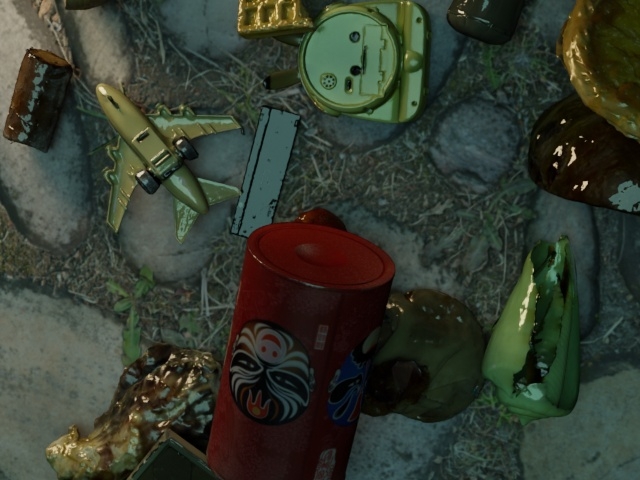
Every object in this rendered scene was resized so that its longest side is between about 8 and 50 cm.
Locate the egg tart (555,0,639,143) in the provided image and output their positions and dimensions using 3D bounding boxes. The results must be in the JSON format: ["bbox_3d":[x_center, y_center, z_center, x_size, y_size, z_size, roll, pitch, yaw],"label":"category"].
[{"bbox_3d":[0.459,-0.216,1.641,0.341,0.341,0.129,20,144,9],"label":"egg tart"}]

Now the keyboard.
[{"bbox_3d":[-0.081,-0.096,1.870,0.060,0.018,0.195,16,100,2],"label":"keyboard"}]

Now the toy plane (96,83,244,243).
[{"bbox_3d":[-0.239,-0.128,1.862,0.242,0.104,0.256,-40,94,-1],"label":"toy plane"}]

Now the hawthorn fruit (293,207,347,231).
[{"bbox_3d":[0.000,0.000,1.835,0.093,0.093,0.093,1,97,12],"label":"hawthorn fruit"}]

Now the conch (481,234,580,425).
[{"bbox_3d":[0.296,0.126,1.745,0.137,0.143,0.251,28,112,50],"label":"conch"}]

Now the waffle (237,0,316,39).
[{"bbox_3d":[-0.057,-0.376,1.792,0.125,0.032,0.191,-3,76,24],"label":"waffle"}]

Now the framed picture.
[{"bbox_3d":[-0.209,0.435,1.886,0.232,0.024,0.315,38,123,-5],"label":"framed picture"}]

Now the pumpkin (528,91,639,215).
[{"bbox_3d":[0.435,-0.115,1.695,0.312,0.148,0.169,14,103,6],"label":"pumpkin"}]

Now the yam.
[{"bbox_3d":[-0.416,-0.206,1.895,0.079,0.079,0.141,22,102,8],"label":"yam"}]

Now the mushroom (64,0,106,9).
[{"bbox_3d":[-0.312,-0.472,1.813,0.151,0.156,0.286,-5,108,1],"label":"mushroom"}]

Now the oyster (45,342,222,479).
[{"bbox_3d":[-0.244,0.277,1.907,0.275,0.100,0.271,25,86,12],"label":"oyster"}]

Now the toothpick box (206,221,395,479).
[{"bbox_3d":[-0.030,0.166,1.750,0.204,0.204,0.333,17,114,9],"label":"toothpick box"}]

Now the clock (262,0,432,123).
[{"bbox_3d":[0.036,-0.251,1.798,0.232,0.069,0.170,3,97,12],"label":"clock"}]

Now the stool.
[{"bbox_3d":[0.228,-0.324,1.738,0.096,0.096,0.110,23,95,8],"label":"stool"}]

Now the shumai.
[{"bbox_3d":[0.133,0.170,1.803,0.201,0.120,0.201,2,99,14],"label":"shumai"}]
